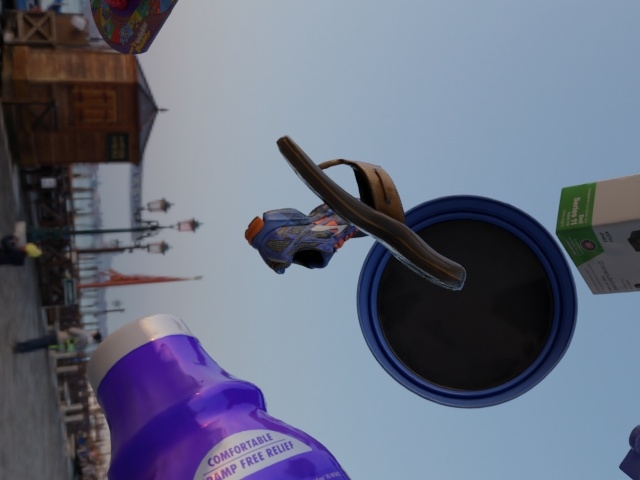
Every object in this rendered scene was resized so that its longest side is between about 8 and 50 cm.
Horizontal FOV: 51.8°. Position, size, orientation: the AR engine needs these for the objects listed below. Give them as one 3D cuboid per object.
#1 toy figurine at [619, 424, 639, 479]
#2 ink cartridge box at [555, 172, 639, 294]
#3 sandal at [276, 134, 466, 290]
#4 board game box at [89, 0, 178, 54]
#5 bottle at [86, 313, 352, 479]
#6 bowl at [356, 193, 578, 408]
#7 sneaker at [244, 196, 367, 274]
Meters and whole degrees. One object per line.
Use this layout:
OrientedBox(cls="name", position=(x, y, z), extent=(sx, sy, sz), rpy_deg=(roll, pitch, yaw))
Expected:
OrientedBox(cls="toy figurine", position=(0.493, 0.268, 0.811), extent=(0.363, 0.217, 0.191), rpy_deg=(-60, -169, 7))
OrientedBox(cls="ink cartridge box", position=(0.437, -0.011, 0.855), extent=(0.208, 0.153, 0.087), rpy_deg=(-11, -135, 41))
OrientedBox(cls="sandal", position=(0.054, -0.033, 0.614), extent=(0.060, 0.219, 0.090), rpy_deg=(-54, -179, 0))
OrientedBox(cls="board game box", position=(-0.194, -0.276, 0.669), extent=(0.169, 0.033, 0.133), rpy_deg=(-48, -115, 26))
OrientedBox(cls="bottle", position=(-0.030, 0.154, 0.323), extent=(0.283, 0.118, 0.092), rpy_deg=(48, -47, 34))
OrientedBox(cls="bowl", position=(0.265, 0.110, 1.219), extent=(0.077, 0.391, 0.391), rpy_deg=(53, 27, -72))
OrientedBox(cls="sneaker", position=(0.000, 0.000, 0.943), extent=(0.087, 0.221, 0.083), rpy_deg=(64, -34, 20))
